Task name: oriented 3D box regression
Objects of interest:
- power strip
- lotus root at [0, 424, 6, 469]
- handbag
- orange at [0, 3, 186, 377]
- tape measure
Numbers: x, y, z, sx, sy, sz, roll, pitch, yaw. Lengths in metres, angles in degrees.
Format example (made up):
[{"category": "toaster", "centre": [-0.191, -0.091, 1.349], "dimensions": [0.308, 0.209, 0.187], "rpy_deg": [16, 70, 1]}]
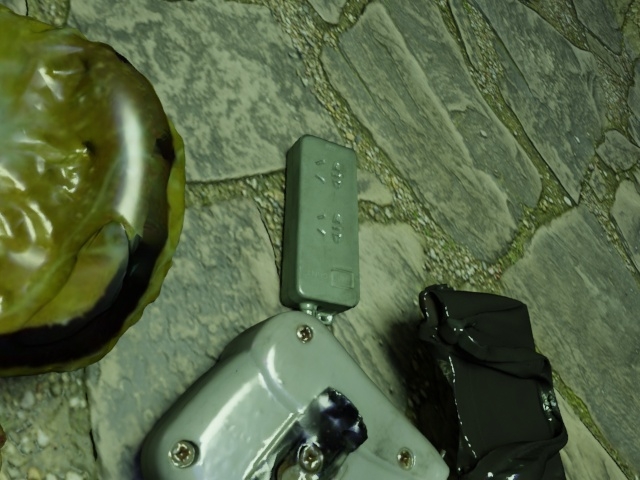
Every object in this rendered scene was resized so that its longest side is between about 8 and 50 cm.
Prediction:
[{"category": "power strip", "centre": [0.000, 0.000, 0.687], "dimensions": [0.093, 0.053, 0.288], "rpy_deg": [14, 62, -28]}, {"category": "lotus root", "centre": [-0.303, 0.200, 0.393], "dimensions": [0.073, 0.062, 0.150], "rpy_deg": [44, 52, 0]}, {"category": "handbag", "centre": [0.218, 0.201, 0.665], "dimensions": [0.257, 0.113, 0.286], "rpy_deg": [19, 58, -51]}, {"category": "orange", "centre": [-0.291, -0.058, 0.416], "dimensions": [0.368, 0.210, 0.271], "rpy_deg": [27, 80, -19]}, {"category": "tape measure", "centre": [-0.019, 0.220, 0.531], "dimensions": [0.258, 0.130, 0.265], "rpy_deg": [50, 52, -7]}]
